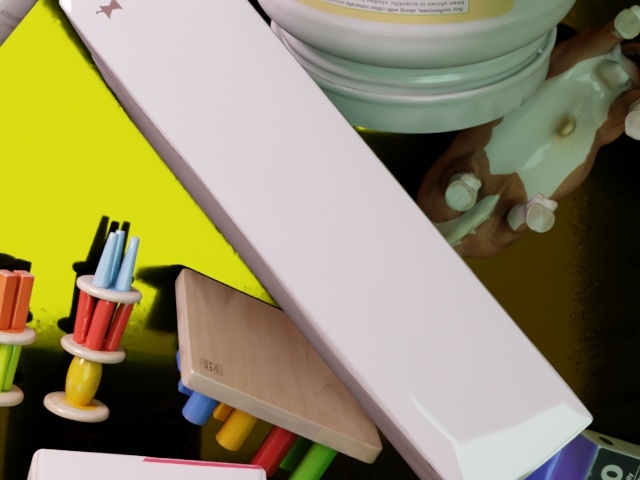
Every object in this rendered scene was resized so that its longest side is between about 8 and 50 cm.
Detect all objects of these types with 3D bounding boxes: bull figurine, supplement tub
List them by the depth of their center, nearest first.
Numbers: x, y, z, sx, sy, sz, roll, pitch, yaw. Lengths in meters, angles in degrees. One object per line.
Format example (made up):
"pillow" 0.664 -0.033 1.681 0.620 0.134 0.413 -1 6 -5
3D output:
"supplement tub" 0.065 -0.264 0.869 0.241 0.241 0.331 -11 130 -12
"bull figurine" 0.153 -0.055 1.025 0.101 0.188 0.310 41 84 -6

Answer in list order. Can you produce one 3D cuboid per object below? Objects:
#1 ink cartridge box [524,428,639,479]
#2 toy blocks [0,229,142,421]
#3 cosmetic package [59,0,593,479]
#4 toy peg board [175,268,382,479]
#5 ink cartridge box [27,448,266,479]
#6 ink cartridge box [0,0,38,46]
"ink cartridge box" 0.243 0.281 1.187 0.208 0.045 0.206 19 97 -17
"toy blocks" -0.205 0.057 1.010 0.123 0.054 0.148 14 99 -18
"cosmetic package" 0.000 0.000 0.863 0.097 0.284 0.377 -39 84 -3
"toy peg board" -0.051 0.119 1.018 0.161 0.161 0.079 25 110 -19
"ink cartridge box" -0.149 0.270 0.990 0.172 0.100 0.237 7 135 -16
"ink cartridge box" -0.229 -0.283 0.881 0.198 0.115 0.273 39 90 -9
